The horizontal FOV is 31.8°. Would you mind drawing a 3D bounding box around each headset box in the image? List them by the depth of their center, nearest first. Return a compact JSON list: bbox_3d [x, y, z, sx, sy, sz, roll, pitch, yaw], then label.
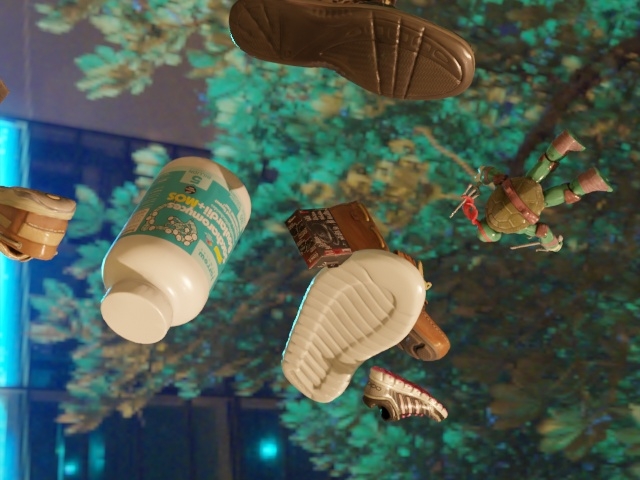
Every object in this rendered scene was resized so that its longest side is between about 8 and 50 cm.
[{"bbox_3d":[0.000,0.000,1.471,0.032,0.062,0.083,-44,-115,38],"label":"headset box"}]

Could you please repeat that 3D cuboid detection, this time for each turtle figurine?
[{"bbox_3d":[0.312,-0.056,1.705,0.234,0.118,0.175,-37,-94,21],"label":"turtle figurine"}]

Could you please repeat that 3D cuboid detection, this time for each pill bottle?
[{"bbox_3d":[-0.201,0.015,1.525,0.146,0.146,0.264,-47,-166,43],"label":"pill bottle"}]

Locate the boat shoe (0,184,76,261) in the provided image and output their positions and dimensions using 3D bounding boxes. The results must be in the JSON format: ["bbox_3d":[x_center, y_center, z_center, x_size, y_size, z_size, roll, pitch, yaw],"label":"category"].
[{"bbox_3d":[-0.500,-0.028,1.821,0.324,0.123,0.116,8,-94,60],"label":"boat shoe"}]

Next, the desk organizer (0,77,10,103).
[{"bbox_3d":[-0.443,-0.210,1.415,0.047,0.050,0.130,-56,167,-15],"label":"desk organizer"}]

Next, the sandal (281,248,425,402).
[{"bbox_3d":[0.048,0.124,1.866,0.102,0.169,0.416,-49,179,-42],"label":"sandal"}]

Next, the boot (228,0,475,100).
[{"bbox_3d":[0.079,-0.354,1.754,0.284,0.378,0.138,-60,157,-52],"label":"boot"}]

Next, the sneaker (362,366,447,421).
[{"bbox_3d":[0.135,0.272,1.869,0.074,0.170,0.063,-59,-150,2],"label":"sneaker"}]

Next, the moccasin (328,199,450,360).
[{"bbox_3d":[0.138,0.072,2.186,0.380,0.147,0.139,52,-20,34],"label":"moccasin"}]
